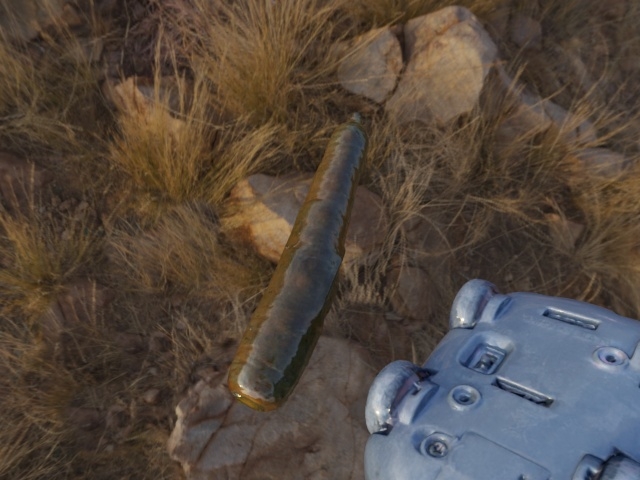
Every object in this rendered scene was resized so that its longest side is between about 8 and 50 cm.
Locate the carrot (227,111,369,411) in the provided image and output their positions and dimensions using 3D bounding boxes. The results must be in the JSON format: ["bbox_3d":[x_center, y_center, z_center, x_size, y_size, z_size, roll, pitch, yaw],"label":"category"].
[{"bbox_3d":[-0.001,0.000,0.483,0.070,0.070,0.342,25,62,-8],"label":"carrot"}]

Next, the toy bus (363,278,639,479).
[{"bbox_3d":[0.185,0.191,0.426,0.294,0.197,0.231,-37,127,-36],"label":"toy bus"}]
